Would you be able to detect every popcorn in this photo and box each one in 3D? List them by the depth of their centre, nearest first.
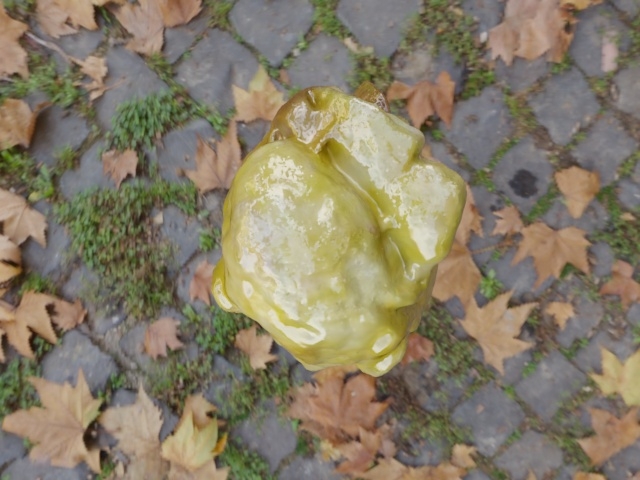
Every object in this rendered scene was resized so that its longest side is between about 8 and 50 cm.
[{"bbox_3d":[0.002,-0.001,0.678,0.190,0.191,0.254,-16,125,-29],"label":"popcorn"}]
